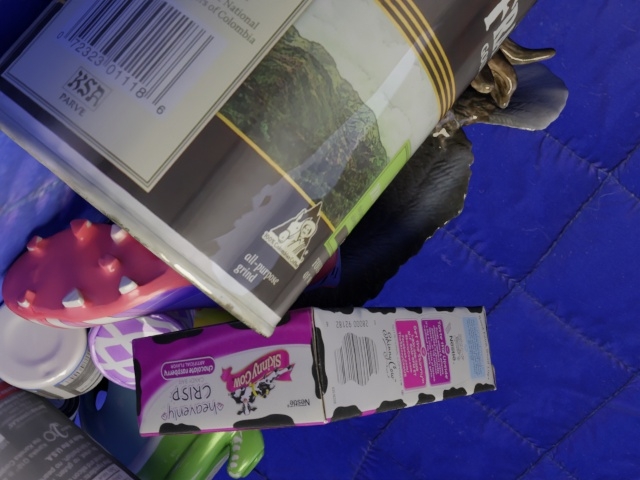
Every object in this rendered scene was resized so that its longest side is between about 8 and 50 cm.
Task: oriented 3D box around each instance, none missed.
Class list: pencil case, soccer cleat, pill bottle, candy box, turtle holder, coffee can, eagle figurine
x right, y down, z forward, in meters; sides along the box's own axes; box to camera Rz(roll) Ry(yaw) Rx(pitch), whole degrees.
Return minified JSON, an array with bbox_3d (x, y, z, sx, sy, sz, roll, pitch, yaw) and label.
[{"bbox_3d":[-0.138,0.043,0.712,0.206,0.088,0.086,-87,-158,-62],"label":"pencil case"},{"bbox_3d":[-0.106,0.027,0.587,0.095,0.248,0.083,61,20,-54],"label":"soccer cleat"},{"bbox_3d":[-0.220,0.259,0.698,0.161,0.283,0.161,-51,173,-8],"label":"pill bottle"},{"bbox_3d":[0.005,0.092,0.593,0.159,0.071,0.233,-13,169,35],"label":"candy box"},{"bbox_3d":[-0.150,0.169,0.947,0.243,0.227,0.320,-44,169,-43],"label":"turtle holder"},{"bbox_3d":[-0.224,0.093,0.688,0.078,0.078,0.137,-50,173,-15],"label":"pill bottle"},{"bbox_3d":[-0.020,-0.116,0.448,0.275,0.201,0.201,-51,173,-6],"label":"coffee can"},{"bbox_3d":[0.031,-0.095,0.681,0.298,0.225,0.226,-50,171,37],"label":"eagle figurine"}]

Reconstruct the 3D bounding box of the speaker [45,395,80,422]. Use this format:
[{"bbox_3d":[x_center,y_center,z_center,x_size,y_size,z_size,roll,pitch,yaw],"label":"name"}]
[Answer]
[{"bbox_3d":[-0.294,0.199,0.876,0.055,0.055,0.136,-46,171,-41],"label":"speaker"}]
